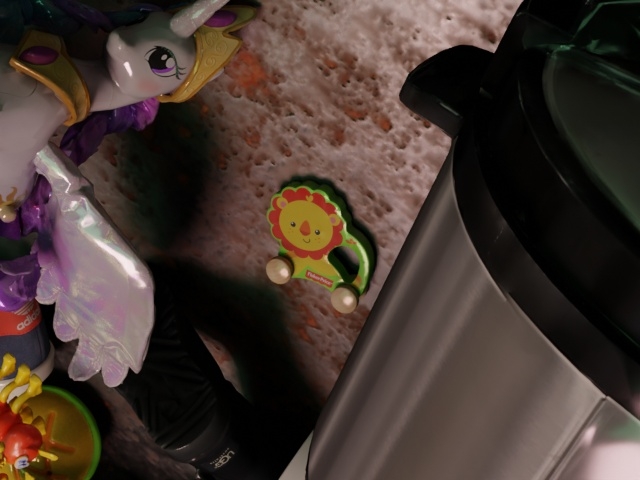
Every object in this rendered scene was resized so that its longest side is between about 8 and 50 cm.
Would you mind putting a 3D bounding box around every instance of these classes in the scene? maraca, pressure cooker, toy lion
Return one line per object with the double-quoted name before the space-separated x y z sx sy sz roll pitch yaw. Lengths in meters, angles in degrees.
"maraca" -0.314 0.227 1.200 0.186 0.099 0.127 -30 86 18
"pressure cooker" 0.218 0.071 0.632 0.370 0.375 0.420 8 128 -19
"toy lion" 0.000 0.000 0.942 0.100 0.034 0.096 24 121 13

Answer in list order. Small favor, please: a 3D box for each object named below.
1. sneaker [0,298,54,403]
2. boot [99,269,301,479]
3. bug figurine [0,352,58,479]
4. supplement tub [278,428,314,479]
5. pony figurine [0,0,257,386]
"sneaker" -0.437 0.050 1.155 0.350 0.131 0.148 10 123 13
"boot" -0.108 0.156 1.045 0.246 0.094 0.207 48 176 45
"bug figurine" -0.317 0.194 1.041 0.216 0.072 0.279 34 142 22
"supplement tub" 0.111 0.271 0.871 0.316 0.228 0.228 32 130 12
"pony figurine" -0.241 -0.056 0.845 0.302 0.364 0.351 56 138 18
